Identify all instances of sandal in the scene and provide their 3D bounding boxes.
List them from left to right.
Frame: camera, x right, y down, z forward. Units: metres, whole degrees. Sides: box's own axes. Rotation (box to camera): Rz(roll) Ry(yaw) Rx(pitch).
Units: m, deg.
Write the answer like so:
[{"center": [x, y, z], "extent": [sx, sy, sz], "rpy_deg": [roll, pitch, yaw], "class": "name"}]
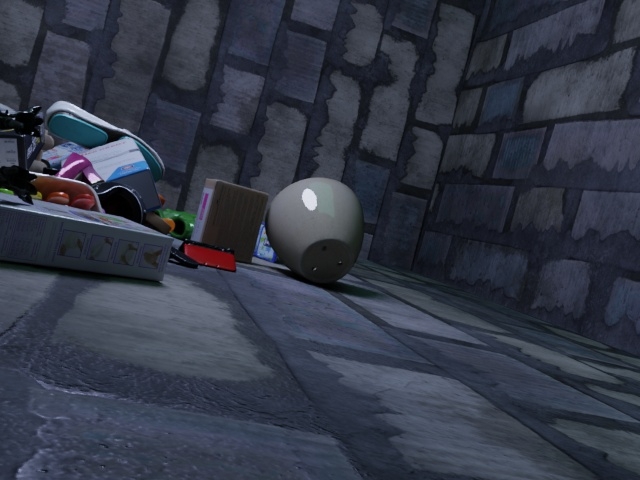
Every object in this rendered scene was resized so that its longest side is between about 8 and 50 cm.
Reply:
[{"center": [-0.390, 0.033, 1.511], "extent": [0.179, 0.040, 0.067], "rpy_deg": [30, 10, 9], "class": "sandal"}]

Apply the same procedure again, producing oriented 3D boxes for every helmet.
[{"center": [-0.523, -0.070, 1.501], "extent": [0.169, 0.169, 0.162], "rpy_deg": [17, 20, 39], "class": "helmet"}]

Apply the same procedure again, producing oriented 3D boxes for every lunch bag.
[{"center": [-0.186, 0.007, 2.231], "extent": [0.096, 0.128, 0.151], "rpy_deg": [12, 5, -30], "class": "lunch bag"}]

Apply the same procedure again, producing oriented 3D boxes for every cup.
[{"center": [0.000, 0.000, 1.906], "extent": [0.331, 0.331, 0.237], "rpy_deg": [14, 28, -20], "class": "cup"}]

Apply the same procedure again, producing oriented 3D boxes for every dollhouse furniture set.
[{"center": [-0.792, -0.192, 1.725], "extent": [0.161, 0.242, 0.212], "rpy_deg": [14, 3, -23], "class": "dollhouse furniture set"}]

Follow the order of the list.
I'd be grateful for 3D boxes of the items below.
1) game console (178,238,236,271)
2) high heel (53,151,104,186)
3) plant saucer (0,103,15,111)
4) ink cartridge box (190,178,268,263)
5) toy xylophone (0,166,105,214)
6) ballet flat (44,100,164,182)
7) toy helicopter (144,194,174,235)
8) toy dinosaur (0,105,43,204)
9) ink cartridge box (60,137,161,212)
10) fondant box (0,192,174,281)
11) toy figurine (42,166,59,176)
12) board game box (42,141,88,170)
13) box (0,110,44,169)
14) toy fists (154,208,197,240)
[{"center": [-0.314, 0.056, 1.657], "extent": [0.144, 0.085, 0.124], "rpy_deg": [15, -29, -23], "class": "game console"}, {"center": [-0.652, -0.152, 1.469], "extent": [0.117, 0.082, 0.244], "rpy_deg": [44, 38, 9], "class": "high heel"}, {"center": [-1.152, -0.295, 1.949], "extent": [0.401, 0.100, 0.400], "rpy_deg": [-24, -17, -8], "class": "plant saucer"}, {"center": [-0.287, -0.060, 1.889], "extent": [0.193, 0.234, 0.088], "rpy_deg": [14, 2, -37], "class": "ink cartridge box"}, {"center": [-0.642, -0.072, 1.292], "extent": [0.323, 0.081, 0.236], "rpy_deg": [5, -26, -36], "class": "toy xylophone"}, {"center": [-0.665, -0.319, 1.895], "extent": [0.400, 0.139, 0.139], "rpy_deg": [29, -7, -39], "class": "ballet flat"}, {"center": [-0.625, -0.106, 1.952], "extent": [0.355, 0.140, 0.235], "rpy_deg": [25, -12, 23], "class": "toy helicopter"}, {"center": [-0.594, -0.146, 0.999], "extent": [0.219, 0.164, 0.322], "rpy_deg": [5, 20, -11], "class": "toy dinosaur"}, {"center": [-0.605, -0.167, 1.729], "extent": [0.223, 0.129, 0.307], "rpy_deg": [-21, 32, -15], "class": "ink cartridge box"}, {"center": [-0.486, -0.012, 1.142], "extent": [0.330, 0.096, 0.238], "rpy_deg": [12, 4, -44], "class": "fondant box"}, {"center": [-0.777, -0.122, 1.493], "extent": [0.210, 0.148, 0.213], "rpy_deg": [9, 3, 11], "class": "toy figurine"}, {"center": [-0.892, -0.226, 1.983], "extent": [0.302, 0.086, 0.308], "rpy_deg": [-29, 30, -33], "class": "board game box"}, {"center": [-0.851, -0.230, 1.354], "extent": [0.395, 0.097, 0.318], "rpy_deg": [-1, 18, -16], "class": "box"}, {"center": [-0.512, -0.060, 2.220], "extent": [0.279, 0.096, 0.142], "rpy_deg": [15, 1, 39], "class": "toy fists"}]
